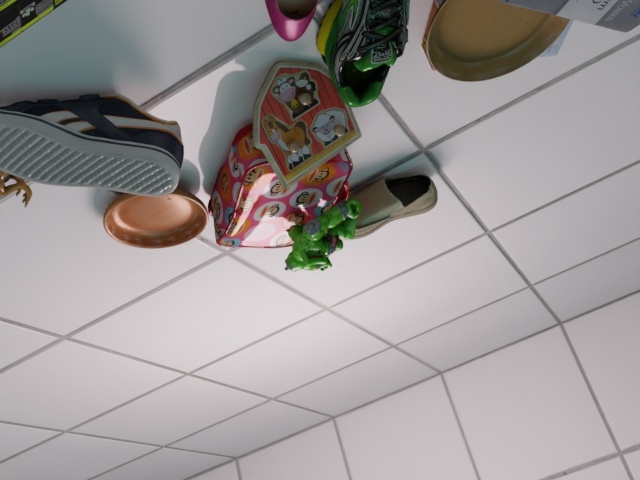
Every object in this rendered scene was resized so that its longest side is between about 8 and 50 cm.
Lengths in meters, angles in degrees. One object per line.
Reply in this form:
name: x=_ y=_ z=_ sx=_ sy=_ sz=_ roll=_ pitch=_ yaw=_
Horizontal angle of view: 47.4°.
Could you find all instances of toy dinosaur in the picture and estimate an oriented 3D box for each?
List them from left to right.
toy dinosaur: x=-0.527 y=-0.103 z=1.193 sx=0.211 sy=0.064 sz=0.112 roll=-33 pitch=146 yaw=26

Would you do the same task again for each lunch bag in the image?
lunch bag: x=-0.063 y=-0.097 z=1.390 sx=0.258 sy=0.120 sz=0.293 roll=-2 pitch=148 yaw=-26

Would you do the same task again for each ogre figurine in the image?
ogre figurine: x=0.000 y=0.000 z=1.396 sx=0.118 sy=0.097 sz=0.197 roll=-16 pitch=169 yaw=-38

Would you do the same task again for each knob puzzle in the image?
knob puzzle: x=-0.028 y=-0.207 z=1.206 sx=0.213 sy=0.030 sz=0.213 roll=-10 pitch=113 yaw=-25

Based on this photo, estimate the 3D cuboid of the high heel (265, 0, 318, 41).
high heel: x=-0.021 y=-0.339 z=0.990 sx=0.082 sy=0.117 sz=0.244 roll=-6 pitch=149 yaw=-19

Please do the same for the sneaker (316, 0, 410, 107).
sneaker: x=0.089 y=-0.332 z=1.033 sx=0.134 sy=0.146 sz=0.343 roll=-9 pitch=150 yaw=-14

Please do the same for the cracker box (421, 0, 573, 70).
cracker box: x=0.293 y=-0.362 z=1.169 sx=0.232 sy=0.067 sz=0.156 roll=-9 pitch=150 yaw=-12

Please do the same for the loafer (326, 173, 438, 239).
loafer: x=0.126 y=-0.084 z=1.544 sx=0.268 sy=0.102 sz=0.092 roll=-21 pitch=151 yaw=-12

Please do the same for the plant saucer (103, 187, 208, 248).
plant saucer: x=-0.318 y=-0.049 z=1.412 sx=0.200 sy=0.037 sz=0.200 roll=-9 pitch=149 yaw=-5

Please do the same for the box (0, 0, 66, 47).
box: x=-0.332 y=-0.325 z=0.807 sx=0.045 sy=0.191 sz=0.184 roll=32 pitch=146 yaw=5

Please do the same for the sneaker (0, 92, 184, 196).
sneaker: x=-0.372 y=-0.159 z=1.132 sx=0.321 sy=0.127 sz=0.126 roll=12 pitch=141 yaw=-10

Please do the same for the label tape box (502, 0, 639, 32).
label tape box: x=0.348 y=-0.397 z=0.954 sx=0.333 sy=0.241 sz=0.106 roll=1 pitch=146 yaw=-29

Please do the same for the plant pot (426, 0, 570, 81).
plant pot: x=0.269 y=-0.336 z=1.100 sx=0.236 sy=0.032 sz=0.236 roll=-12 pitch=150 yaw=-7
